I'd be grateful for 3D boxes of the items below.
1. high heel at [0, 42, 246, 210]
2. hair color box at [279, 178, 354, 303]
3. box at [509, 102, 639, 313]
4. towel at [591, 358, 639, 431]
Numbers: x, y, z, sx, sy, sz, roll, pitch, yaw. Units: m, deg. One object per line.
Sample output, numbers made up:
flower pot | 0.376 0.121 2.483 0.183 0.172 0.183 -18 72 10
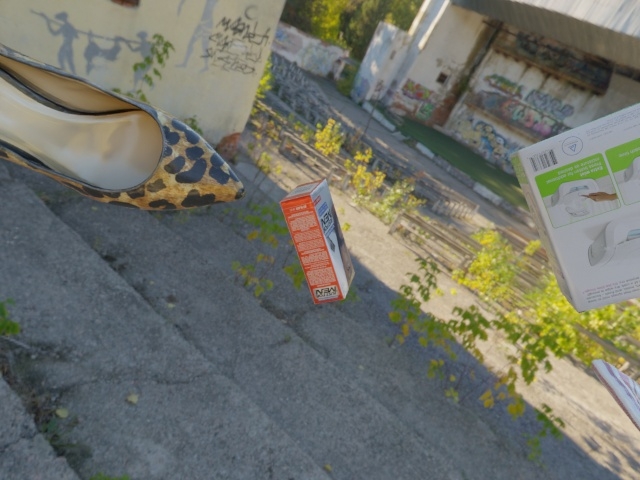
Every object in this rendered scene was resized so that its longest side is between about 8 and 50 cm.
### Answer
high heel | -0.181 -0.080 0.305 0.261 0.093 0.186 21 -1 -7
hair color box | 0.000 0.000 0.673 0.053 0.167 0.093 -11 19 19
box | 0.422 -0.059 0.570 0.231 0.261 0.127 68 20 -1
towel | 0.381 0.210 0.447 0.197 0.029 0.144 34 20 -11
